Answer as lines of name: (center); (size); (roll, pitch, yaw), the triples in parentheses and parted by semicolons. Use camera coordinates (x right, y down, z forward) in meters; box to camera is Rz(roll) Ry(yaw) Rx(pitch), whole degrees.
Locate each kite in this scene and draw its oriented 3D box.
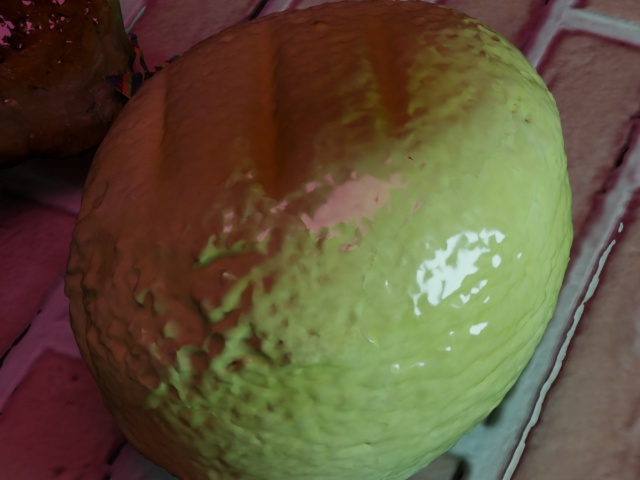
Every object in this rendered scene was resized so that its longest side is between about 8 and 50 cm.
kite: (-0.118, -0.110, 1.214); (0.090, 0.004, 0.122); (61, 26, 4)

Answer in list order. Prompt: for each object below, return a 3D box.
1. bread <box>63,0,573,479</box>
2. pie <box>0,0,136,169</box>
bread: (0.000, -0.010, 1.006); (0.321, 0.237, 0.320); (-1, 35, 0)
pie: (-0.293, -0.165, 1.214); (0.355, 0.103, 0.288); (29, 42, 20)
